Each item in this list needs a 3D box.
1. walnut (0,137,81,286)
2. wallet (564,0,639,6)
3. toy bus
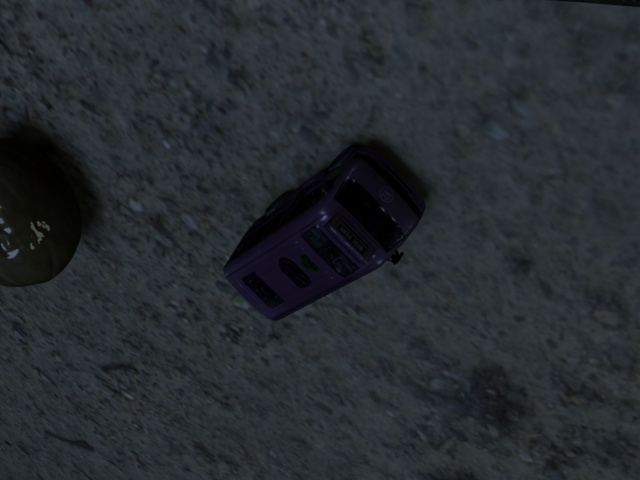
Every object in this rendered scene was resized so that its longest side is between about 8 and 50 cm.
[{"bbox_3d":[-0.325,-0.028,0.932,0.140,0.140,0.162,4,142,33],"label":"walnut"},{"bbox_3d":[0.189,-0.169,0.399,0.317,0.044,0.169,20,157,41],"label":"wallet"},{"bbox_3d":[0.000,0.000,0.755,0.087,0.098,0.178,46,139,-11],"label":"toy bus"}]
